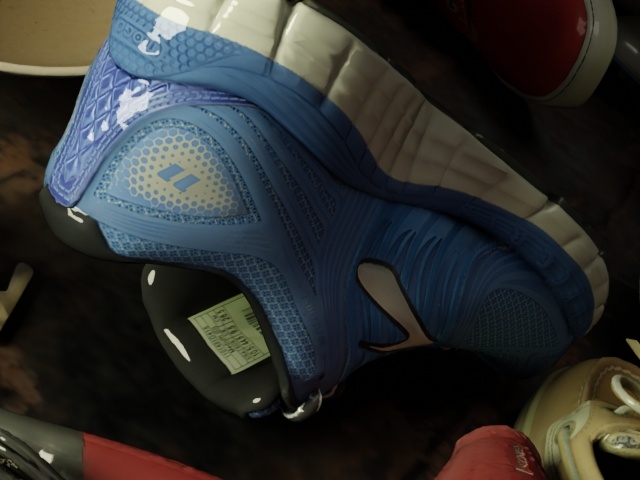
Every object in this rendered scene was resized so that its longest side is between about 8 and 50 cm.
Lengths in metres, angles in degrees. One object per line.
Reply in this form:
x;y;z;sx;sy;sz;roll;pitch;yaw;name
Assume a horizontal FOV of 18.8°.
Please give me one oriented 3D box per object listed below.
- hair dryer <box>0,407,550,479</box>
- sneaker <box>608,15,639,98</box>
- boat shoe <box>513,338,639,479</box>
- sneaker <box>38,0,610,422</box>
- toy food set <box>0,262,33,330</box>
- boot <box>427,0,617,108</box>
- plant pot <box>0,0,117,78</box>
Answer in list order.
-0.002;0.103;0.651;0.293;0.080;0.223;0;43;-50;hair dryer
0.270;-0.133;1.348;0.237;0.086;0.085;1;44;-47;sneaker
0.138;0.125;0.762;0.104;0.089;0.285;27;27;-15;boat shoe
0.000;0.000;0.787;0.130;0.147;0.330;38;4;39;sneaker
-0.163;-0.012;0.720;0.122;0.019;0.078;31;27;-8;toy food set
0.065;-0.171;1.177;0.176;0.088;0.244;18;23;-30;boot
-0.128;-0.204;0.850;0.284;0.284;0.191;29;-8;-12;plant pot
